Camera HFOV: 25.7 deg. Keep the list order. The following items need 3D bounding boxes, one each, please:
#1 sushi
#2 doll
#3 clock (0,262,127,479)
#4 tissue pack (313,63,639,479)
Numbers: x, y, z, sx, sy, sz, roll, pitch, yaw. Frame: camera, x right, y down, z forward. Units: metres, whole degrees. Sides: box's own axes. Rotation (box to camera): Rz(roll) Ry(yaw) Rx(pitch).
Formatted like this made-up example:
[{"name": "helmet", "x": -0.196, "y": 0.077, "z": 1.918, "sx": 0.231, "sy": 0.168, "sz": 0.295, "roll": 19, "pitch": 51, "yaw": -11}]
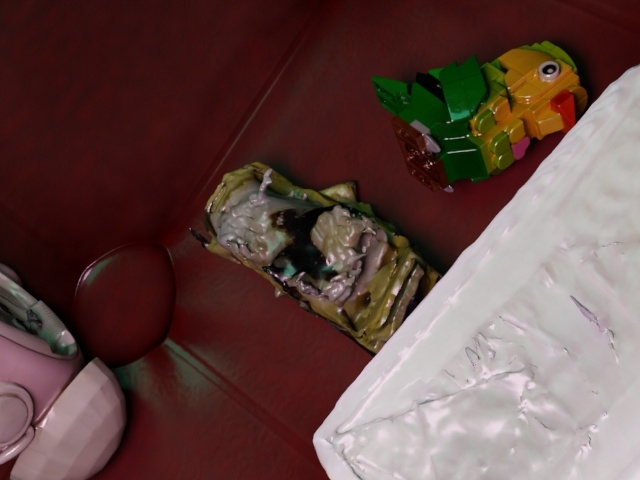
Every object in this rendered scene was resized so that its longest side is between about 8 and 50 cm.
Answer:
[{"name": "sushi", "x": 0.004, "y": 0.002, "z": 1.324, "sx": 0.291, "sy": 0.131, "sz": 0.139, "roll": 31, "pitch": 89, "yaw": 46}, {"name": "doll", "x": 0.150, "y": -0.122, "z": 1.297, "sx": 0.186, "sy": 0.106, "sz": 0.134, "roll": -17, "pitch": 46, "yaw": 7}, {"name": "clock", "x": -0.378, "y": 0.103, "z": 1.397, "sx": 0.326, "sy": 0.342, "sz": 0.184, "roll": 31, "pitch": 93, "yaw": 45}, {"name": "tissue pack", "x": 0.233, "y": 0.117, "z": 0.953, "sx": 0.332, "sy": 0.405, "sz": 0.205, "roll": -48, "pitch": 56, "yaw": 6}]
